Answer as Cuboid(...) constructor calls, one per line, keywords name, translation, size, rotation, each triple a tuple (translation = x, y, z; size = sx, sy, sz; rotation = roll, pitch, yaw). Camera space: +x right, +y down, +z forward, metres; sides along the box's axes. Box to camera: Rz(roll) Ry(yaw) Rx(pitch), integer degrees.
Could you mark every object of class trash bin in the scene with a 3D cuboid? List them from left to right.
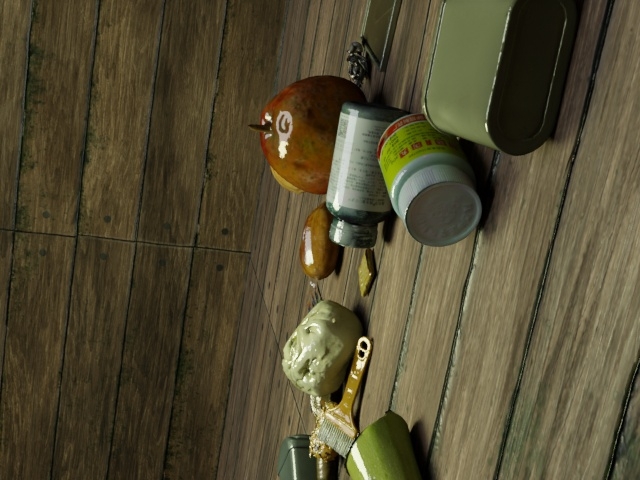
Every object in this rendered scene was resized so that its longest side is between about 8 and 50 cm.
Cuboid(name="trash bin", translation=(-0.042, 0.595, 2.213), size=(0.176, 0.101, 0.236), rotation=(112, 158, -47))
Cuboid(name="trash bin", translation=(0.245, -0.250, 1.277), size=(0.247, 0.121, 0.243), rotation=(-127, 45, -70))

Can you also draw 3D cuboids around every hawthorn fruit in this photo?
Cuboid(name="hawthorn fruit", translation=(-0.025, -0.245, 2.074), size=(0.277, 0.298, 0.277), rotation=(-24, 63, 61))

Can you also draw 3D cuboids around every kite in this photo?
Cuboid(name="kite", translation=(-0.008, 0.201, 2.455), size=(0.245, 0.015, 0.141), rotation=(-112, 32, -60))

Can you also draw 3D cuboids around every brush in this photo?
Cuboid(name="brush", translation=(0.064, 0.333, 1.962), size=(0.103, 0.013, 0.272), rotation=(28, 109, 40))

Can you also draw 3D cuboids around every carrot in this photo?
Cuboid(name="carrot", translation=(0.013, 0.422, 2.131), size=(0.070, 0.070, 0.342), rotation=(126, 147, -67))

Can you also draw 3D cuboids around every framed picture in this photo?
Cuboid(name="framed picture", translation=(0.141, -0.537, 2.152), size=(0.281, 0.019, 0.209), rotation=(-105, 25, -60))

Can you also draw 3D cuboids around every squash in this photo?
Cuboid(name="squash", translation=(0.114, 0.429, 1.504), size=(0.287, 0.137, 0.137), rotation=(-104, 24, -54))

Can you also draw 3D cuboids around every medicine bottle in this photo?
Cuboid(name="medicine bottle", translation=(0.090, -0.134, 1.877), size=(0.141, 0.141, 0.293), rotation=(-123, 42, -72))
Cuboid(name="medicine bottle", translation=(0.175, -0.101, 1.464), size=(0.225, 0.139, 0.139), rotation=(-100, 21, -55))

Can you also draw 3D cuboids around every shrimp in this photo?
Cuboid(name="shrimp", translation=(0.092, -0.424, 2.225), size=(0.165, 0.056, 0.065), rotation=(-100, 13, -45))

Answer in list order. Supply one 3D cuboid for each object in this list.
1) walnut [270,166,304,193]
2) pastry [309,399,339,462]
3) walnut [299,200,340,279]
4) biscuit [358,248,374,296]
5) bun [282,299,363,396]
Cuboid(name="walnut", translation=(-0.055, -0.244, 2.543), size=(0.193, 0.193, 0.225), rotation=(138, 134, -72))
Cuboid(name="pastry", translation=(0.021, 0.435, 2.047), size=(0.080, 0.056, 0.140), rotation=(17, 103, 34))
Cuboid(name="walnut", translation=(0.000, 0.000, 2.313), size=(0.116, 0.116, 0.207), rotation=(149, 127, -75))
Cuboid(name="biscuit", translation=(0.102, 0.071, 2.005), size=(0.083, 0.018, 0.081), rotation=(-95, 16, -45))
Cuboid(name="bun", translation=(-0.007, 0.242, 2.041), size=(0.229, 0.145, 0.229), rotation=(-41, 43, 52))
